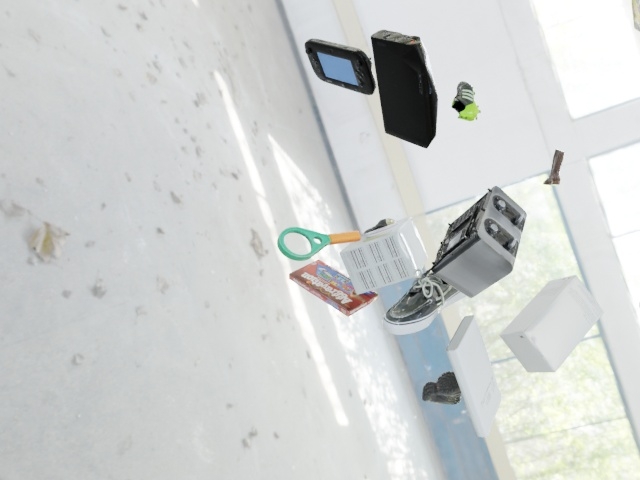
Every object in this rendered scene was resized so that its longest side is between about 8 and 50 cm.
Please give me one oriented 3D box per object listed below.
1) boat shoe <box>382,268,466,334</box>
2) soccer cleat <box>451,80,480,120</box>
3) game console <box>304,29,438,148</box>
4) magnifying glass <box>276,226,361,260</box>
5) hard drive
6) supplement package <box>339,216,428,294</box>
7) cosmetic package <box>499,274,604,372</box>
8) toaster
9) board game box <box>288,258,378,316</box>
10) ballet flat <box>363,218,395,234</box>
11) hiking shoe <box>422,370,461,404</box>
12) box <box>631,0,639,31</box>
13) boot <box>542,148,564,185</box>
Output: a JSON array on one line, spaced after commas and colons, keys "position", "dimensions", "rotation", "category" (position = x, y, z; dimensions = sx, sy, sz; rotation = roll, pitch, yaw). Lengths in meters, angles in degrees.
[{"position": [0.277, 0.131, 1.308], "dimensions": [0.113, 0.306, 0.105], "rotation": [32, -41, 52], "category": "boat shoe"}, {"position": [0.431, -0.428, 1.559], "dimensions": [0.060, 0.072, 0.179], "rotation": [103, -12, -48], "category": "soccer cleat"}, {"position": [0.095, -0.332, 1.066], "dimensions": [0.361, 0.044, 0.213], "rotation": [33, -29, 42], "category": "game console"}, {"position": [0.000, 0.000, 1.275], "dimensions": [0.231, 0.026, 0.092], "rotation": [-6, 56, -32], "category": "magnifying glass"}, {"position": [0.482, 0.416, 1.594], "dimensions": [0.203, 0.040, 0.307], "rotation": [-38, 110, -51], "category": "hard drive"}, {"position": [0.202, 0.045, 1.612], "dimensions": [0.149, 0.203, 0.194], "rotation": [66, 25, -7], "category": "supplement package"}, {"position": [0.894, 0.320, 1.983], "dimensions": [0.197, 0.365, 0.155], "rotation": [54, -23, 0], "category": "cosmetic package"}, {"position": [0.317, 0.009, 1.042], "dimensions": [0.110, 0.186, 0.168], "rotation": [37, 49, -3], "category": "toaster"}, {"position": [0.040, 0.153, 1.722], "dimensions": [0.145, 0.281, 0.027], "rotation": [-25, 130, -38], "category": "board game box"}, {"position": [0.222, -0.037, 1.933], "dimensions": [0.057, 0.173, 0.049], "rotation": [33, 54, -18], "category": "ballet flat"}, {"position": [0.464, 0.527, 1.819], "dimensions": [0.114, 0.227, 0.086], "rotation": [23, 56, -18], "category": "hiking shoe"}, {"position": [0.925, -0.588, 1.177], "dimensions": [0.279, 0.290, 0.177], "rotation": [-88, 153, -52], "category": "box"}, {"position": [0.757, -0.236, 1.666], "dimensions": [0.106, 0.037, 0.114], "rotation": [-95, -172, -86], "category": "boot"}]
